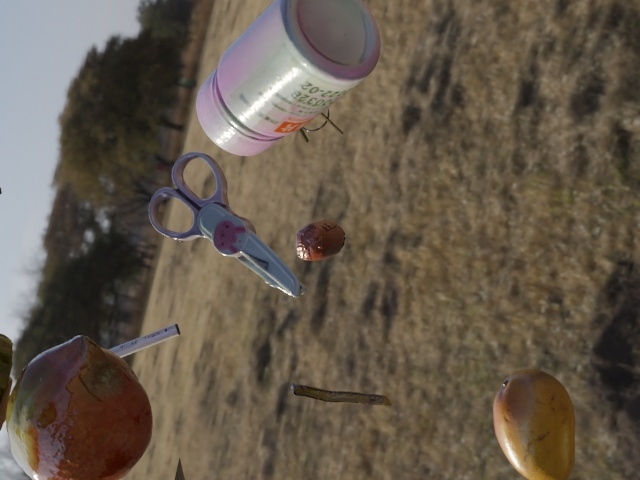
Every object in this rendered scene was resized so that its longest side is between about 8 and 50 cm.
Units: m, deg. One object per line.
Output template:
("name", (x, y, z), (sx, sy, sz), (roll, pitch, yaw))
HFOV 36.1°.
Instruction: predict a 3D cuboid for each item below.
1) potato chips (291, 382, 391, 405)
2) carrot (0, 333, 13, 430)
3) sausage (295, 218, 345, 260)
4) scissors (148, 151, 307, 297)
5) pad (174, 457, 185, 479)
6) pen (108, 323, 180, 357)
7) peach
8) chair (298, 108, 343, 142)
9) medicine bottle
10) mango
("potato chips", (0.033, 0.292, 1.852), (0.037, 0.204, 0.026), (2, -89, -67))
("carrot", (-0.660, 0.256, 1.740), (0.241, 0.341, 0.241), (-30, 43, 32))
("sausage", (0.000, 0.000, 1.864), (0.141, 0.076, 0.076), (-8, -64, -67))
("scissors", (-0.110, -0.009, 1.239), (0.118, 0.242, 0.030), (-56, -20, 11))
("pad", (-0.280, 0.566, 2.052), (0.127, 0.004, 0.190), (-100, -1, -76))
("pen", (-0.458, 0.257, 2.317), (0.033, 0.269, 0.033), (159, 90, -85))
("peach", (-0.381, 0.261, 1.553), (0.232, 0.232, 0.256), (-108, 31, -71))
("chair", (-0.034, -0.310, 2.347), (0.095, 0.104, 0.221), (-40, -28, 1))
("medicine bottle", (-0.075, -0.324, 1.913), (0.388, 0.219, 0.219), (-32, 42, 51))
("mango", (0.385, 0.336, 1.747), (0.112, 0.145, 0.219), (159, 96, -88))
